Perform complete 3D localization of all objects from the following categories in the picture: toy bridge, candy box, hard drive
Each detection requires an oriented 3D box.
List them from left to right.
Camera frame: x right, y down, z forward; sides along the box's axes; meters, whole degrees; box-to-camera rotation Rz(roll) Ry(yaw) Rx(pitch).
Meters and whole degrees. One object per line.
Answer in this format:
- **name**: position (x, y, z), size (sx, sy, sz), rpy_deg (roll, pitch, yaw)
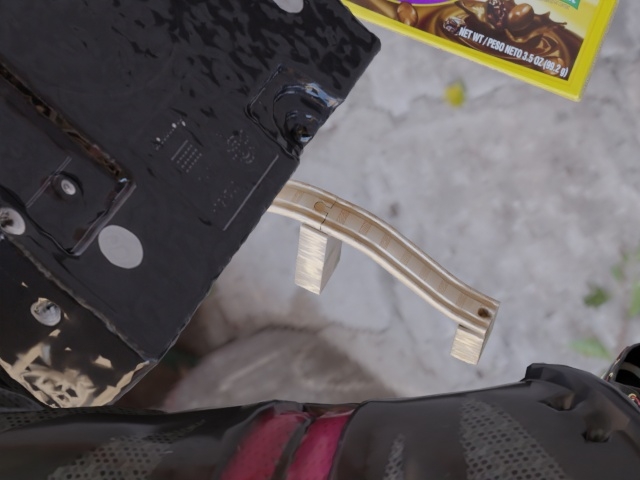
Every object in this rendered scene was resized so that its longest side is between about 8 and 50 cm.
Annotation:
- **hard drive**: position (-0.152, -0.118, 0.671), size (0.339, 0.237, 0.064), rpy_deg (42, 130, -9)
- **toy bridge**: position (0.000, 0.000, 0.887), size (0.188, 0.026, 0.063), rpy_deg (25, 152, 10)
- **candy box**: position (0.074, -0.166, 1.053), size (0.206, 0.027, 0.105), rpy_deg (22, 93, 11)

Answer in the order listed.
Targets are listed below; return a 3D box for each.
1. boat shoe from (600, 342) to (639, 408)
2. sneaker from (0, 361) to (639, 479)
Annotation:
- **boat shoe**: position (0.190, 0.108, 1.119), size (0.049, 0.133, 0.042), rpy_deg (35, 123, -2)
- **sneaker**: position (0.002, 0.124, 0.481), size (0.483, 0.202, 0.185), rpy_deg (27, 138, 33)
